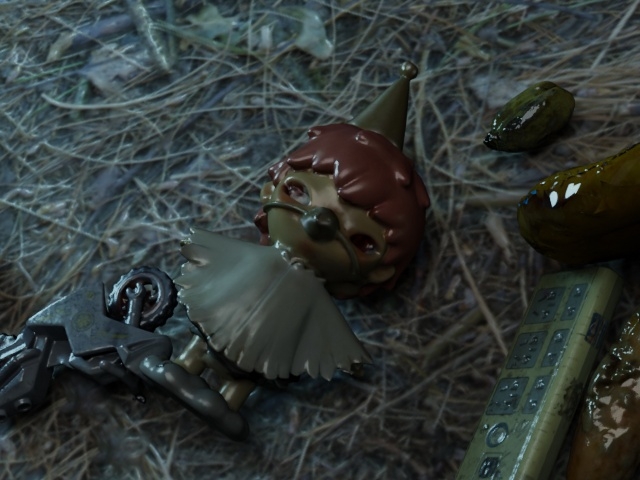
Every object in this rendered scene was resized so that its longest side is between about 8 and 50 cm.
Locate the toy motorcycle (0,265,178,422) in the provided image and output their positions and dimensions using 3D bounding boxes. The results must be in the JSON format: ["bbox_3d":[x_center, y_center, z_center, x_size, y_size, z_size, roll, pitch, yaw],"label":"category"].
[{"bbox_3d":[-0.222,0.110,1.404,0.215,0.080,0.122,-25,55,4],"label":"toy motorcycle"}]

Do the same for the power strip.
[{"bbox_3d":[0.180,0.136,1.289,0.092,0.034,0.268,-11,47,55],"label":"power strip"}]

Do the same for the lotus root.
[{"bbox_3d":[0.198,-0.113,1.447,0.099,0.049,0.054,-35,38,-7],"label":"lotus root"}]

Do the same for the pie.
[{"bbox_3d":[0.292,-0.047,1.268,0.273,0.273,0.069,-19,75,2],"label":"pie"}]

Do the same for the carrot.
[{"bbox_3d":[0.278,0.122,1.267,0.102,0.102,0.263,30,77,27],"label":"carrot"}]

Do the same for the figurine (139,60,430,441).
[{"bbox_3d":[0.000,0.000,1.362,0.207,0.166,0.387,36,76,11],"label":"figurine"}]
